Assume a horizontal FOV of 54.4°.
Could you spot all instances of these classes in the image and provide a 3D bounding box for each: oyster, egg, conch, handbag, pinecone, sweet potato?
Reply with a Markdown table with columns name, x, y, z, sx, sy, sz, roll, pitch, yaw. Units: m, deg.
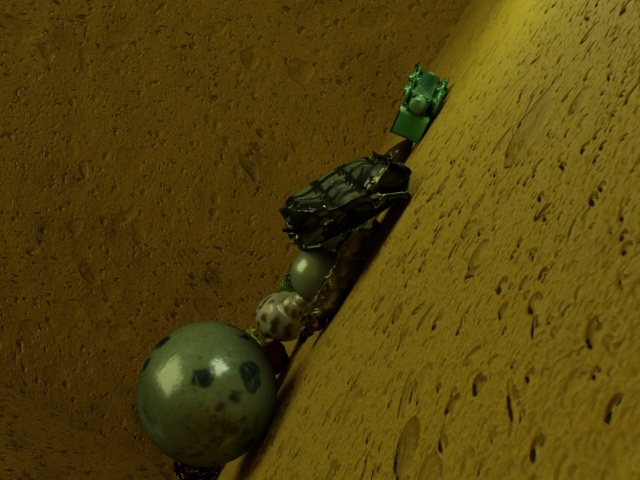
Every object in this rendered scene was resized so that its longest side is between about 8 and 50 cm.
| name | x | y | z | sx | sy | sz | roll | pitch | yaw |
| --- | --- | --- | --- | --- | --- | --- | --- | --- | --- |
| oyster | 0.037 | 0.121 | 1.561 | 0.345 | 0.078 | 0.128 | -61 | -19 | 10 |
| egg | -0.006 | 0.093 | 1.697 | 0.151 | 0.151 | 0.209 | -59 | -4 | 0 |
| egg | -0.275 | 0.375 | 1.533 | 0.345 | 0.345 | 0.428 | -60 | 12 | -10 |
| conch | -0.106 | 0.226 | 1.912 | 0.275 | 0.149 | 0.183 | -14 | 18 | 41 |
| handbag | 0.054 | -0.095 | 1.566 | 0.325 | 0.163 | 0.327 | -29 | 7 | 0 |
| pinecone | -0.401 | 0.714 | 2.022 | 0.174 | 0.173 | 0.173 | -59 | 2 | 4 |
| sweet potato | 0.192 | -0.191 | 2.011 | 0.346 | 0.079 | 0.108 | -63 | 15 | -12 |

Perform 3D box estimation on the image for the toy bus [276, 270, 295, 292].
| name | x | y | z | sx | sy | sz | roll | pitch | yaw |
| --- | --- | --- | --- | --- | --- | --- | --- | --- | --- |
| toy bus | -0.028 | 0.112 | 2.198 | 0.302 | 0.139 | 0.113 | -52 | 0 | -21 |

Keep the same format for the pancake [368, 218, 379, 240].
| name | x | y | z | sx | sy | sz | roll | pitch | yaw |
| --- | --- | --- | --- | --- | --- | --- | --- | --- | --- |
| pancake | 0.121 | 0.002 | 1.729 | 0.139 | 0.022 | 0.139 | -58 | 3 | 5 |

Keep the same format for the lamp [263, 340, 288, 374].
| name | x | y | z | sx | sy | sz | roll | pitch | yaw |
| --- | --- | --- | --- | --- | --- | --- | --- | --- | --- |
| lamp | -0.147 | 0.365 | 1.937 | 0.107 | 0.092 | 0.108 | 1 | -90 | -73 |

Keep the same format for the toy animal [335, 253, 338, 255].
| name | x | y | z | sx | sy | sz | roll | pitch | yaw |
| --- | --- | --- | --- | --- | --- | --- | --- | --- | --- |
| toy animal | 0.023 | 0.094 | 1.979 | 0.269 | 0.082 | 0.137 | -52 | 6 | 8 |

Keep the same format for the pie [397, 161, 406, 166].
| name | x | y | z | sx | sy | sz | roll | pitch | yaw |
| --- | --- | --- | --- | --- | --- | --- | --- | --- | --- |
| pie | 0.209 | -0.172 | 1.873 | 0.154 | 0.038 | 0.153 | -60 | 0 | 0 |

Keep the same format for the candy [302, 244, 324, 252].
| name | x | y | z | sx | sy | sz | roll | pitch | yaw |
| --- | --- | --- | --- | --- | --- | --- | --- | --- | --- |
| candy | 0.000 | 0.000 | 2.011 | 0.149 | 0.069 | 0.246 | -52 | 1 | 35 |

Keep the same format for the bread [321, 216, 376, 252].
| name | x | y | z | sx | sy | sz | roll | pitch | yaw |
| --- | --- | --- | --- | --- | --- | --- | --- | --- | --- |
| bread | 0.082 | -0.058 | 1.883 | 0.138 | 0.102 | 0.196 | -10 | 40 | 43 |

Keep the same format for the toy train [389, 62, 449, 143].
| name | x | y | z | sx | sy | sz | roll | pitch | yaw |
| --- | --- | --- | --- | --- | --- | --- | --- | --- | --- |
| toy train | 0.313 | -0.433 | 1.966 | 0.243 | 0.132 | 0.188 | -62 | -4 | -48 |

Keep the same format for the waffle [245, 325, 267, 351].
| name | x | y | z | sx | sy | sz | roll | pitch | yaw |
| --- | --- | --- | --- | --- | --- | --- | --- | --- | --- |
| waffle | -0.206 | 0.404 | 1.875 | 0.262 | 0.060 | 0.281 | -167 | 82 | -75 |
